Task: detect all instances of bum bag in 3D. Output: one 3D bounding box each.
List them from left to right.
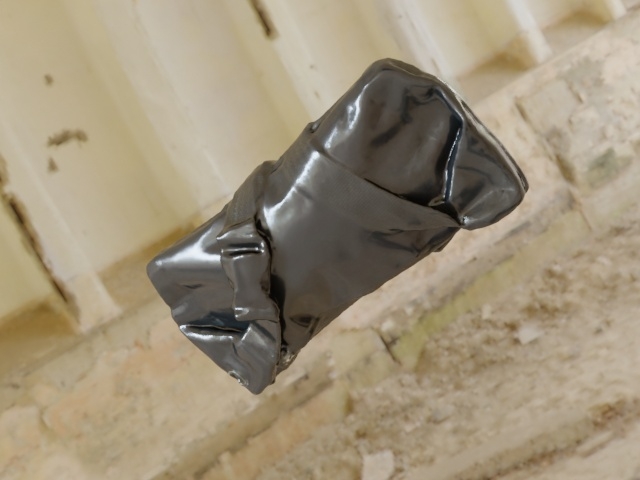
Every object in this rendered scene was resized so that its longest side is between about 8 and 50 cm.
[{"bbox_3d":[0.000,0.000,0.599,0.248,0.123,0.060,-42,20,22],"label":"bum bag"}]
